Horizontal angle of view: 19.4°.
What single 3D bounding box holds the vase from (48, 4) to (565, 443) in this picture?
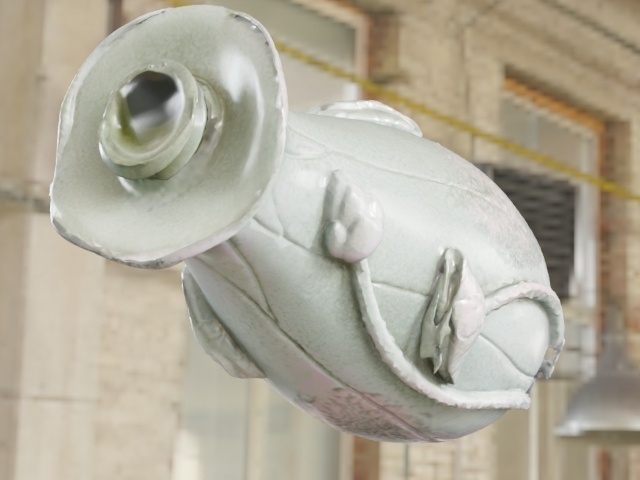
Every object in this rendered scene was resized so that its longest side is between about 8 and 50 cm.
[{"bbox_3d":[0.000,0.000,1.347,0.250,0.250,0.445,-6,-24,30],"label":"vase"}]
